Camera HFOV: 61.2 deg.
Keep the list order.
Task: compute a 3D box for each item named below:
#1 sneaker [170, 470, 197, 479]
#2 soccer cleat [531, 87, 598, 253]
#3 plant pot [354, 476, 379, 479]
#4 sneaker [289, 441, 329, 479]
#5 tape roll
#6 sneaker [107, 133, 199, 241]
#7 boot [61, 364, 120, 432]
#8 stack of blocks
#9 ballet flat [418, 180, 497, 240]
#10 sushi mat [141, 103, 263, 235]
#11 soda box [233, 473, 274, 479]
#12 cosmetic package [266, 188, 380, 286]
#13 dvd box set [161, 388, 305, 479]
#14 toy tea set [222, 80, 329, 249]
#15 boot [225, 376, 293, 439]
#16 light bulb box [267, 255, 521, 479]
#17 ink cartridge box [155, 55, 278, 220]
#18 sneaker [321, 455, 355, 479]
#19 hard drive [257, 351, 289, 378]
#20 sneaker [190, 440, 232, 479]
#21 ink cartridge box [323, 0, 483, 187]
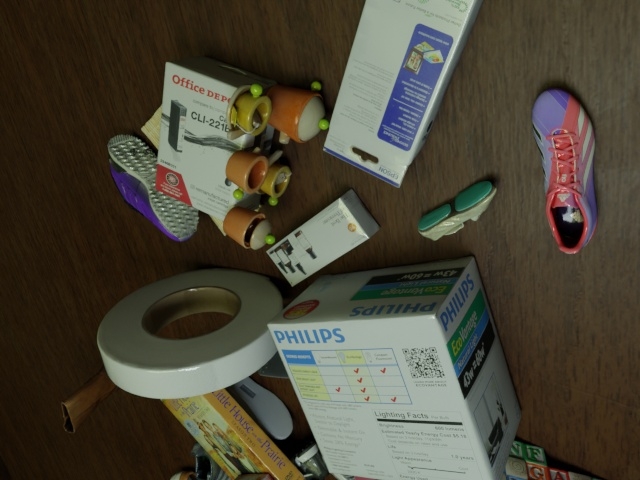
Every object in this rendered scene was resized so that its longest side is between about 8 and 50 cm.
[{"bbox_3d":[-0.378,0.881,1.767,0.123,0.106,0.290,-34,93,41],"label":"sneaker"},{"bbox_3d":[0.366,-0.101,0.809,0.083,0.095,0.248,-4,112,33],"label":"soccer cleat"},{"bbox_3d":[0.201,0.508,1.183,0.180,0.201,0.201,-33,95,23],"label":"plant pot"},{"bbox_3d":[-0.042,0.604,1.411,0.106,0.078,0.234,51,142,13],"label":"sneaker"},{"bbox_3d":[-0.266,0.178,1.153,0.392,0.392,0.072,8,119,28],"label":"tape roll"},{"bbox_3d":[-0.393,-0.100,1.266,0.293,0.102,0.146,51,140,12],"label":"sneaker"},{"bbox_3d":[-0.622,0.369,1.533,0.096,0.280,0.264,32,127,13],"label":"boot"},{"bbox_3d":[0.407,0.491,1.046,0.297,0.171,0.087,13,123,4],"label":"stack of blocks"},{"bbox_3d":[0.246,-0.049,0.947,0.052,0.057,0.168,35,137,-25],"label":"ballet flat"},{"bbox_3d":[-0.267,-0.163,1.208,0.151,0.019,0.316,-36,93,37],"label":"sushi mat"},{"bbox_3d":[-0.171,0.626,1.350,0.058,0.063,0.183,52,142,-2],"label":"soda box"},{"bbox_3d":[0.000,0.000,1.106,0.239,0.060,0.099,-35,95,39],"label":"cosmetic package"},{"bbox_3d":[-0.253,0.512,1.437,0.420,0.062,0.307,47,142,4],"label":"dvd box set"},{"bbox_3d":[-0.079,-0.133,1.000,0.124,0.200,0.336,26,128,19],"label":"toy tea set"},{"bbox_3d":[-0.188,0.448,1.447,0.258,0.095,0.123,40,135,17],"label":"boot"},{"bbox_3d":[0.148,0.251,1.043,0.358,0.225,0.361,-9,108,35],"label":"light bulb box"},{"bbox_3d":[-0.208,-0.202,1.076,0.197,0.114,0.272,24,119,16],"label":"ink cartridge box"},{"bbox_3d":[0.101,0.624,1.351,0.282,0.102,0.161,37,132,10],"label":"sneaker"},{"bbox_3d":[-0.065,0.243,1.276,0.255,0.054,0.172,-9,109,34],"label":"hard drive"},{"bbox_3d":[-0.310,0.695,1.619,0.111,0.121,0.299,-8,110,34],"label":"sneaker"},{"bbox_3d":[0.125,-0.268,0.888,0.165,0.065,0.332,30,125,15],"label":"ink cartridge box"}]
